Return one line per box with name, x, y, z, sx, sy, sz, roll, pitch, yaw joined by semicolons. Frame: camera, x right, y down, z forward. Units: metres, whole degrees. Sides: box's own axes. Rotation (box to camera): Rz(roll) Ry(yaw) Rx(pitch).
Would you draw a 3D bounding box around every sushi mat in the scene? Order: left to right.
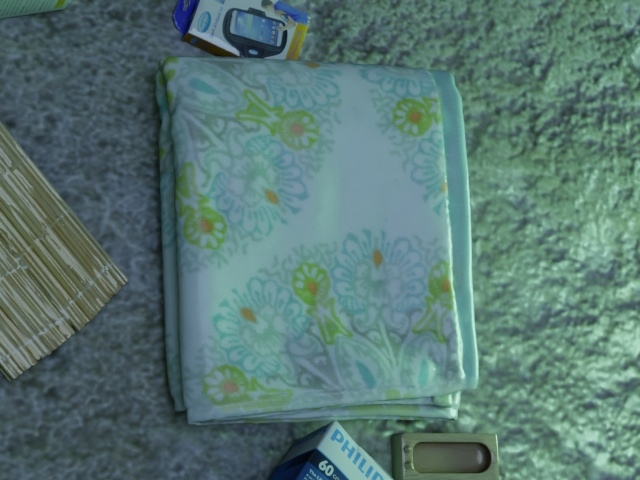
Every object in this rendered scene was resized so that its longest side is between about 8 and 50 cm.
sushi mat;-0.331;-0.034;1.305;0.151;0.019;0.316;-41;97;-27

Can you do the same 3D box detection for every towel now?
towel;0.000;0.000;1.402;0.321;0.090;0.374;1;80;-24

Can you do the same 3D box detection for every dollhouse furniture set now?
dollhouse furniture set;0.164;0.268;1.402;0.144;0.123;0.151;4;77;-23

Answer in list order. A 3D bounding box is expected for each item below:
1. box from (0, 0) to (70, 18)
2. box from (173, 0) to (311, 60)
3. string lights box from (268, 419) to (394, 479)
box;-0.350;-0.244;1.298;0.244;0.100;0.060;-13;83;-26
box;-0.083;-0.227;1.453;0.136;0.028;0.081;24;71;-20
string lights box;-0.019;0.307;1.295;0.133;0.077;0.259;46;46;-8
